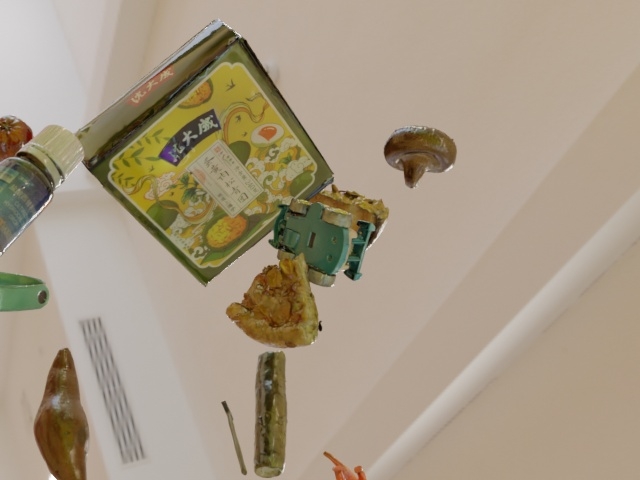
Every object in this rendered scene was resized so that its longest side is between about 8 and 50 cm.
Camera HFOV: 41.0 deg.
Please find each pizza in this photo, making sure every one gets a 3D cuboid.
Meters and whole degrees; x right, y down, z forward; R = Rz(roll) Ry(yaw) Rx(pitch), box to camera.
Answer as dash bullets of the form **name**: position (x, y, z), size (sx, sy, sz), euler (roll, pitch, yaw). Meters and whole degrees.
- **pizza**: position (-0.064, 0.091, 1.337), size (0.182, 0.062, 0.161), euler (31, -82, 43)
- **pizza**: position (-0.003, -0.038, 1.988), size (0.288, 0.074, 0.251), euler (24, -52, 6)

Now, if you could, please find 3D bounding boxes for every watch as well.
- **watch**: position (-0.679, 0.106, 1.757), size (0.195, 0.237, 0.068), euler (10, -87, 19)

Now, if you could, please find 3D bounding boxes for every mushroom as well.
- **mushroom**: position (0.166, -0.148, 1.431), size (0.126, 0.085, 0.109), euler (6, -51, 19)

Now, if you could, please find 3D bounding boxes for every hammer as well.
- **hammer**: position (-0.185, 0.429, 1.849), size (0.199, 0.013, 0.062), euler (-119, -170, -56)

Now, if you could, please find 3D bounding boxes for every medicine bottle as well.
- **medicine bottle**: position (-0.393, -0.066, 1.114), size (0.083, 0.203, 0.083), euler (20, -37, 15)

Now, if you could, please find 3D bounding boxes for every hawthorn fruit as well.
- **hawthorn fruit**: position (-0.539, -0.170, 1.489), size (0.093, 0.093, 0.093), euler (22, -64, 56)

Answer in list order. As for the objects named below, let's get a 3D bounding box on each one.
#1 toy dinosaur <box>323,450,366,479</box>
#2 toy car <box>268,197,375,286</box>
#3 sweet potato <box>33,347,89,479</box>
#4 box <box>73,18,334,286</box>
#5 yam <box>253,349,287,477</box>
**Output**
- **toy dinosaur**: position (0.065, 0.432, 1.403), size (0.279, 0.055, 0.101), euler (-120, -175, -62)
- **toy car**: position (0.000, 0.000, 1.398), size (0.161, 0.098, 0.126), euler (22, -79, 42)
- **sweet potato**: position (-0.547, 0.394, 1.801), size (0.359, 0.112, 0.112), euler (65, -34, 35)
- **box**: position (-0.220, -0.162, 1.709), size (0.138, 0.373, 0.420), euler (48, -4, 46)
- **yam**: position (-0.103, 0.349, 1.759), size (0.317, 0.071, 0.067), euler (-92, 177, -50)
